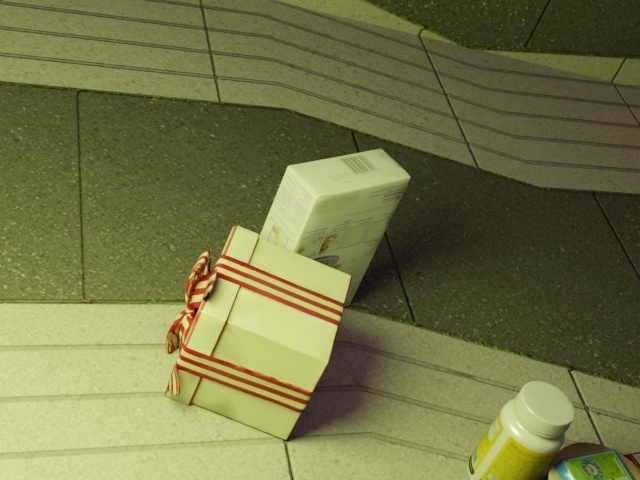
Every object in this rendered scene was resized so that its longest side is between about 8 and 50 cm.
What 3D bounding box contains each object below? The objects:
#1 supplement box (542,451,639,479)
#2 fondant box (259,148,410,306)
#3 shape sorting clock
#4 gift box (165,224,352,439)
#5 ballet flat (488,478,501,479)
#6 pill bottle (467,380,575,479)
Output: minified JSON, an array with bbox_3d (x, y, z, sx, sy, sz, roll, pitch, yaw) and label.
[{"bbox_3d":[0.514,0.462,2.072,0.239,0.073,0.130,-3,44,-34],"label":"supplement box"},{"bbox_3d":[0.000,0.000,2.137,0.238,0.330,0.096,-14,49,-41],"label":"fondant box"},{"bbox_3d":[0.485,0.435,1.989,0.206,0.040,0.206,16,41,-14],"label":"shape sorting clock"},{"bbox_3d":[-0.118,0.155,1.933,0.258,0.255,0.276,23,35,-3],"label":"gift box"},{"bbox_3d":[0.364,0.483,1.968,0.221,0.077,0.079,39,19,12],"label":"ballet flat"},{"bbox_3d":[0.346,0.348,2.001,0.119,0.208,0.119,16,37,-12],"label":"pill bottle"}]
